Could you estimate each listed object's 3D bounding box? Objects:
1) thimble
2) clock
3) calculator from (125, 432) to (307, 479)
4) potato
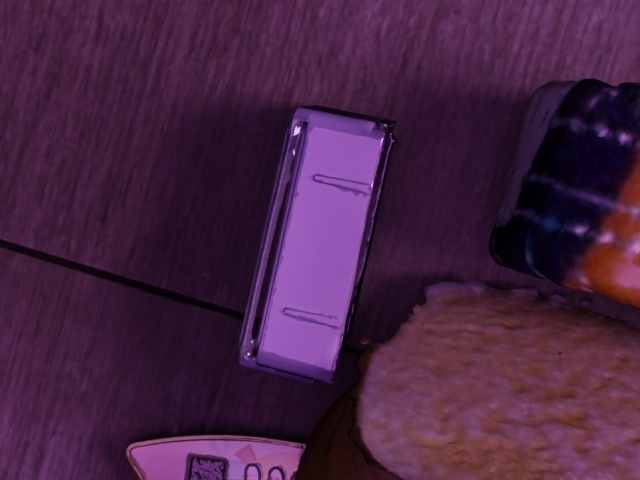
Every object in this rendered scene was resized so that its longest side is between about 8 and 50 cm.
[{"bbox_3d":[0.232,-0.022,1.094,0.237,0.237,0.150,18,93,5],"label":"thimble"},{"bbox_3d":[0.001,0.000,1.153,0.073,0.144,0.193,13,97,5],"label":"clock"},{"bbox_3d":[-0.043,0.232,1.240,0.236,0.033,0.157,8,96,4],"label":"calculator"},{"bbox_3d":[0.127,0.199,1.124,0.288,0.301,0.237,20,121,21],"label":"potato"}]
